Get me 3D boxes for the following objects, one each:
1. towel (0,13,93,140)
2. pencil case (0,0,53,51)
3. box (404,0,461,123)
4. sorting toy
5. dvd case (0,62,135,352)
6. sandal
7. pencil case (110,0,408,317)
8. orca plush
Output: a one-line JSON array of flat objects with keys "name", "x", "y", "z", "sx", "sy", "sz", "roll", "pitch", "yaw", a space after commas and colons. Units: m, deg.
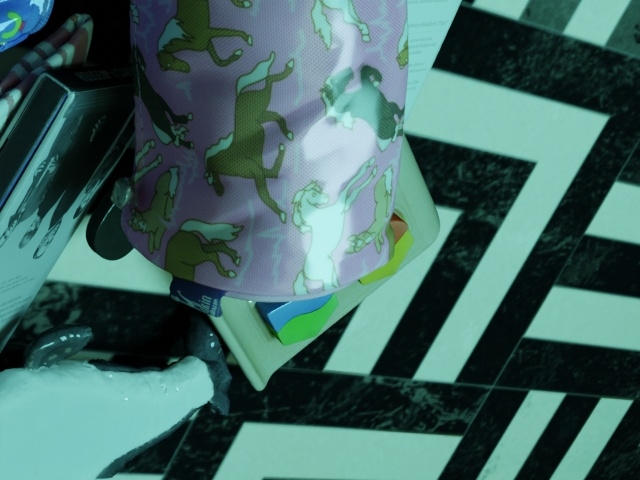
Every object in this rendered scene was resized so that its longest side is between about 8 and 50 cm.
[{"name": "towel", "x": -0.211, "y": -0.045, "z": 1.143, "sx": 0.197, "sy": 0.029, "sz": 0.144, "roll": -49, "pitch": 172, "yaw": -40}, {"name": "pencil case", "x": -0.174, "y": -0.243, "z": 1.008, "sx": 0.119, "sy": 0.133, "sz": 0.306, "roll": -45, "pitch": 159, "yaw": -60}, {"name": "box", "x": 0.024, "y": -0.164, "z": 1.252, "sx": 0.130, "sy": 0.091, "sz": 0.170, "roll": -14, "pitch": 133, "yaw": -57}, {"name": "sorting toy", "x": 0.000, "y": 0.000, "z": 1.426, "sx": 0.208, "sy": 0.038, "sz": 0.193, "roll": -42, "pitch": 141, "yaw": -12}, {"name": "dvd case", "x": -0.193, "y": -0.006, "z": 1.202, "sx": 0.239, "sy": 0.029, "sz": 0.179, "roll": -56, "pitch": 173, "yaw": 13}, {"name": "sandal", "x": -0.092, "y": -0.059, "z": 1.284, "sx": 0.179, "sy": 0.040, "sz": 0.067, "roll": -58, "pitch": 147, "yaw": -7}, {"name": "pencil case", "x": -0.037, "y": -0.157, "z": 1.106, "sx": 0.167, "sy": 0.160, "sz": 0.386, "roll": -12, "pitch": 114, "yaw": -33}, {"name": "orca plush", "x": -0.191, "y": 0.108, "z": 1.331, "sx": 0.287, "sy": 0.102, "sz": 0.151, "roll": -33, "pitch": 129, "yaw": -43}]
